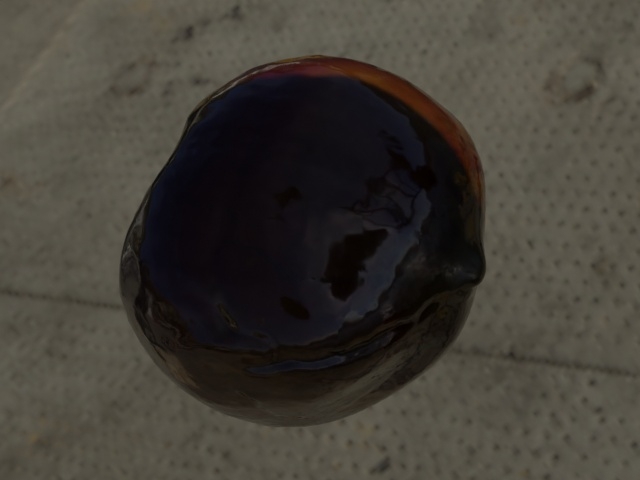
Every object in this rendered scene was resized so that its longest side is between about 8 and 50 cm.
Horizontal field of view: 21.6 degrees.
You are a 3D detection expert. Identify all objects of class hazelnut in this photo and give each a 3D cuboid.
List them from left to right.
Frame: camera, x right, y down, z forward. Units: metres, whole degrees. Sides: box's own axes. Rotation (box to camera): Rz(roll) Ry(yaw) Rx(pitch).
[{"bbox_3d":[0.000,0.000,1.007,0.229,0.229,0.229,-21,41,19],"label":"hazelnut"}]
